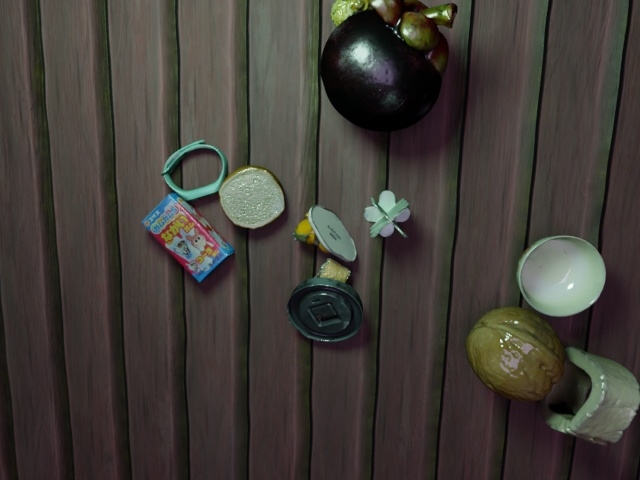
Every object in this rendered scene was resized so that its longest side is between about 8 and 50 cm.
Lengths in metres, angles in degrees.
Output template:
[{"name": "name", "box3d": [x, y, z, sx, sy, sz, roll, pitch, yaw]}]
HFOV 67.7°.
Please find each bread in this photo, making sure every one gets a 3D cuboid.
[{"name": "bread", "box3d": [0.037, 0.135, 1.731, 0.106, 0.082, 0.125, 31, 90, -15]}, {"name": "bread", "box3d": [-0.239, -0.153, 1.686, 0.235, 0.070, 0.236, -1, 103, -5]}]

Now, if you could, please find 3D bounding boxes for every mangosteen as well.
[{"name": "mangosteen", "box3d": [0.203, -0.537, 1.429, 0.381, 0.435, 0.383, 9, 63, -19]}]

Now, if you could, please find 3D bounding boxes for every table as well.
[{"name": "table", "box3d": [0.229, -0.077, 1.615, 0.166, 0.198, 0.167, 1, 101, 4]}]

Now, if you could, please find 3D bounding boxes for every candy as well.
[{"name": "candy", "box3d": [-0.478, -0.014, 1.735, 0.157, 0.100, 0.306, -42, 93, 11]}]

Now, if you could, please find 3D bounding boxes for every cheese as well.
[{"name": "cheese", "box3d": [0.892, 0.527, 1.600, 0.153, 0.332, 0.293, 19, 88, 2]}]

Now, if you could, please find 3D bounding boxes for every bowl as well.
[{"name": "bowl", "box3d": [0.798, 0.109, 1.630, 0.276, 0.145, 0.277, 1, 100, 3]}]

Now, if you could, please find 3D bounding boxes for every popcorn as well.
[{"name": "popcorn", "box3d": [0.099, -0.750, 1.542, 0.141, 0.136, 0.162, -17, 141, 23]}]

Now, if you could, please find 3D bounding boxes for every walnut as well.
[{"name": "walnut", "box3d": [0.666, 0.385, 1.623, 0.332, 0.333, 0.333, 1, 100, 4]}]

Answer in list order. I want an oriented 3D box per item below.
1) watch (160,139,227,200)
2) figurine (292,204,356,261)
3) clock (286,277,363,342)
[{"name": "watch", "box3d": [-0.448, -0.245, 1.707, 0.236, 0.068, 0.195, -17, 97, 6]}, {"name": "figurine", "box3d": [0.000, 0.000, 1.693, 0.141, 0.167, 0.250, -27, 111, 32]}, {"name": "clock", "box3d": [0.017, 0.249, 1.710, 0.280, 0.055, 0.281, 5, 125, 8]}]
